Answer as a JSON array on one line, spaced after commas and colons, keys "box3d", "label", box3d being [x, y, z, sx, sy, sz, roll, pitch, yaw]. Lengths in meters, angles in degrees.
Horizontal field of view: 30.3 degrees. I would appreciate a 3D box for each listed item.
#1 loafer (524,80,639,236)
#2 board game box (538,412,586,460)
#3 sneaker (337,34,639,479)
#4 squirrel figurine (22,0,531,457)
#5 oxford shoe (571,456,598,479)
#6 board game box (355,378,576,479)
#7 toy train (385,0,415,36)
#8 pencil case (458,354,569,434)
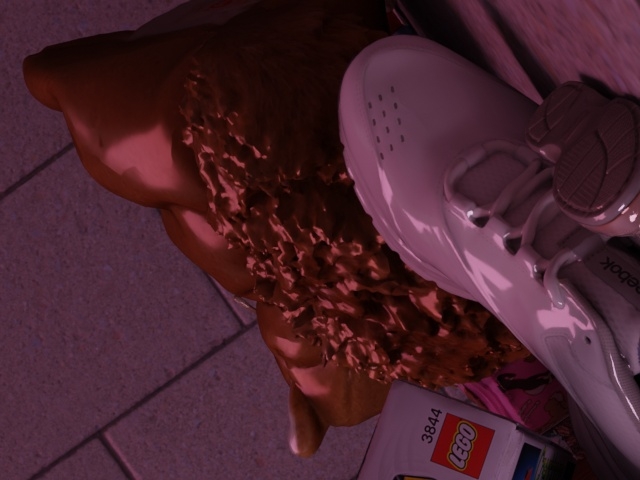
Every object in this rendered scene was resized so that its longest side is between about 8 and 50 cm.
[{"box3d": [0.111, -0.029, 0.446, 0.039, 0.045, 0.125, 36, -164, -14], "label": "loafer"}, {"box3d": [0.232, 0.291, 1.013, 0.232, 0.291, 0.141, 57, -174, 25], "label": "board game box"}, {"box3d": [0.119, 0.009, 0.545, 0.297, 0.111, 0.129, 48, 173, 12], "label": "sneaker"}, {"box3d": [0.000, 0.000, 0.884, 0.397, 0.281, 0.370, 35, 148, 63], "label": "squirrel figurine"}, {"box3d": [0.214, 0.209, 0.771, 0.146, 0.140, 0.397, 57, 168, 13], "label": "oxford shoe"}, {"box3d": [0.054, 0.174, 0.536, 0.053, 0.193, 0.305, 19, 173, 19], "label": "board game box"}, {"box3d": [0.082, -0.133, 1.017, 0.166, 0.046, 0.125, 56, -175, 14], "label": "toy train"}, {"box3d": [0.218, 0.133, 1.172, 0.386, 0.160, 0.167, 52, -174, -41], "label": "pencil case"}]
